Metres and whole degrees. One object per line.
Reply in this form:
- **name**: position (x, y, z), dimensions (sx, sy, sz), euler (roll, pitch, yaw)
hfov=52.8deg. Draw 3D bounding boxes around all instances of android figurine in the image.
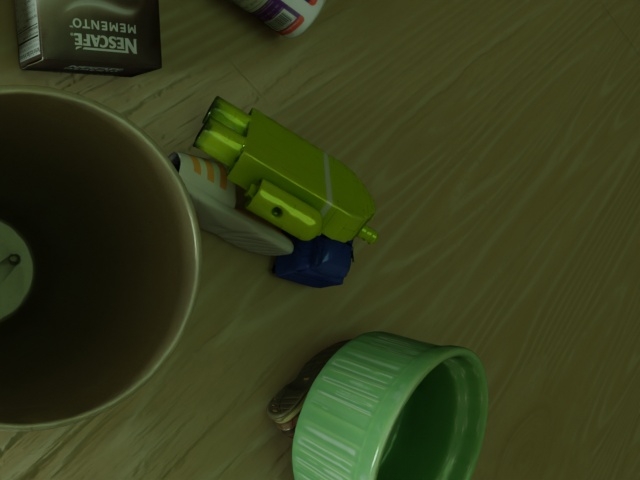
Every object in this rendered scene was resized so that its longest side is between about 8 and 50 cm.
- **android figurine**: position (-0.034, -0.085, 0.847), dimensions (0.273, 0.056, 0.248), euler (30, 24, -19)

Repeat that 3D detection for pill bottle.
- **pill bottle**: position (-0.091, -0.376, 0.893), dimensions (0.193, 0.108, 0.108), euler (26, 70, -35)

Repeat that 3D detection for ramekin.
- **ramekin**: position (0.099, 0.276, 0.907), dimensions (0.303, 0.148, 0.303), euler (-19, 115, -46)

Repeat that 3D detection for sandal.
- **sandal**: position (-0.138, -0.056, 0.834), dimensions (0.265, 0.102, 0.076), euler (30, 64, -39)

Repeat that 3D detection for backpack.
- **backpack**: position (0.000, 0.000, 0.935), dimensions (0.098, 0.101, 0.120), euler (22, 66, -42)

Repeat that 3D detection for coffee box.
- **coffee box**: position (-0.265, -0.317, 0.727), dimensions (0.141, 0.098, 0.246), euler (-8, 100, -38)

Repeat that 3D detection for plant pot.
- **plant pot**: position (-0.288, 0.021, 0.584), dimensions (0.257, 0.274, 0.256), euler (5, 83, -40)

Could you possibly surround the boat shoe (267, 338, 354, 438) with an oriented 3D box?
- **boat shoe**: position (0.001, 0.214, 0.940), dimensions (0.178, 0.064, 0.060), euler (-40, 115, -28)
